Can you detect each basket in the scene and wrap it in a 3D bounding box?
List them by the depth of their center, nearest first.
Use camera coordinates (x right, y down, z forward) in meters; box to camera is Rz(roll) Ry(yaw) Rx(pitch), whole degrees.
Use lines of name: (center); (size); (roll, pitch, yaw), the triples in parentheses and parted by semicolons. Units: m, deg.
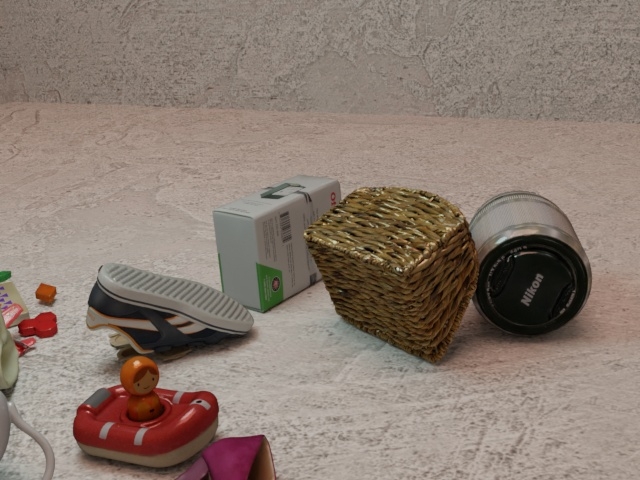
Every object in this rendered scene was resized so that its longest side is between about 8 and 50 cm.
basket: (0.153, 0.046, 1.677); (0.213, 0.223, 0.299); (-39, 34, -25)

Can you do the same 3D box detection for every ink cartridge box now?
ink cartridge box: (-0.081, -0.002, 1.936); (0.122, 0.211, 0.289); (11, 24, 37)

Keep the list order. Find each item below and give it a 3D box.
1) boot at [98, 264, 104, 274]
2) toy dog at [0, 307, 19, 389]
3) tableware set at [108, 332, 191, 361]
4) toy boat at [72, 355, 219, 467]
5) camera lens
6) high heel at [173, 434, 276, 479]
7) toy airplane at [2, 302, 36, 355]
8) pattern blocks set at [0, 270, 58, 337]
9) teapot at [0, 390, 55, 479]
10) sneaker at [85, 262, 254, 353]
boot: (-0.437, 0.084, 2.012); (0.114, 0.037, 0.106); (-8, 34, -2)
toy dog: (-0.747, 0.198, 1.489); (0.408, 0.284, 0.395); (-11, 26, -6)
tableware set: (-0.328, 0.194, 1.729); (0.141, 0.020, 0.169); (-10, 21, -16)
toy boat: (-0.270, 0.249, 1.392); (0.231, 0.151, 0.151); (4, 23, 20)
camera lens: (0.388, 0.038, 1.726); (0.219, 0.219, 0.274); (-2, 21, 6)
high heel: (-0.058, 0.340, 1.136); (0.181, 0.127, 0.377); (-29, 27, -28)
toy airplane: (-0.615, 0.183, 1.749); (0.151, 0.028, 0.151); (3, 40, -2)
pattern blocks set: (-0.698, 0.147, 1.899); (0.285, 0.026, 0.325); (-10, 26, -18)
teapot: (-0.552, 0.308, 1.265); (0.256, 0.187, 0.252); (-12, -13, 28)
sneaker: (-0.286, 0.142, 1.693); (0.321, 0.127, 0.126); (19, 20, -30)
